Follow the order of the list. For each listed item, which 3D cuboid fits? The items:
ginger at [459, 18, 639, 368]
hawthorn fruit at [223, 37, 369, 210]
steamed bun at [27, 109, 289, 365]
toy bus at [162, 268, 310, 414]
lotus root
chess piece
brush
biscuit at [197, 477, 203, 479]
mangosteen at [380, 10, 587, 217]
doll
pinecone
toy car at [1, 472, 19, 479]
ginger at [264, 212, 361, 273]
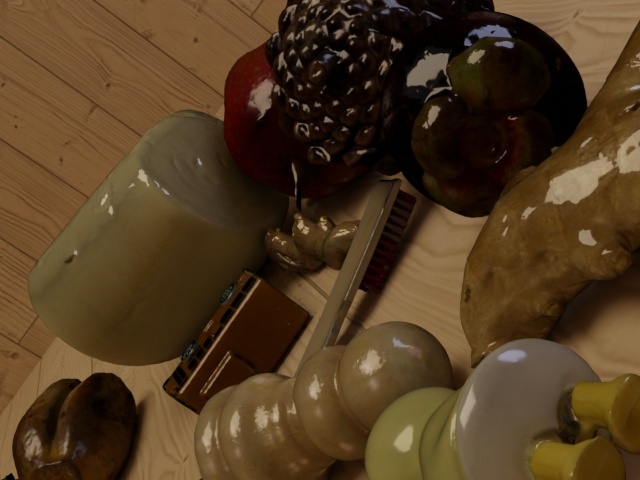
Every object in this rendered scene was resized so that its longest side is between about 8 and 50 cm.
[{"bbox_3d":[0.245,-0.075,0.715,0.348,0.122,0.363,-23,45,44],"label":"ginger"},{"bbox_3d":[-0.025,-0.156,1.382,0.254,0.254,0.300,-36,41,44],"label":"hawthorn fruit"},{"bbox_3d":[-0.229,-0.010,1.525,0.371,0.290,0.456,-46,10,20],"label":"steamed bun"},{"bbox_3d":[-0.111,0.148,1.251,0.201,0.098,0.114,-55,17,-7],"label":"toy bus"},{"bbox_3d":[-0.411,0.328,1.560,0.193,0.193,0.291,-49,18,17],"label":"lotus root"},{"bbox_3d":[0.011,0.156,0.884,0.261,0.142,0.143,-35,25,35],"label":"chess piece"},{"bbox_3d":[0.032,0.078,1.106,0.321,0.050,0.060,-66,22,-10],"label":"brush"},{"bbox_3d":[-0.159,0.367,1.071,0.212,0.036,0.212,-47,20,23],"label":"biscuit"},{"bbox_3d":[0.153,-0.115,0.892,0.210,0.210,0.210,-47,19,22],"label":"mangosteen"},{"bbox_3d":[0.115,0.148,0.671,0.141,0.117,0.296,-55,3,-24],"label":"doll"},{"bbox_3d":[0.083,-0.225,1.169,0.296,0.298,0.242,-36,-33,-27],"label":"pinecone"},{"bbox_3d":[-0.489,0.462,1.537,0.062,0.165,0.071,-22,-6,-17],"label":"toy car"},{"bbox_3d":[0.000,0.000,1.279,0.288,0.075,0.089,-14,85,62],"label":"ginger"}]
